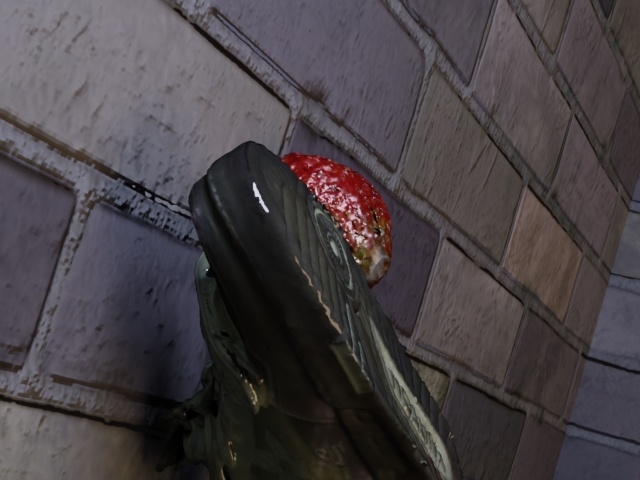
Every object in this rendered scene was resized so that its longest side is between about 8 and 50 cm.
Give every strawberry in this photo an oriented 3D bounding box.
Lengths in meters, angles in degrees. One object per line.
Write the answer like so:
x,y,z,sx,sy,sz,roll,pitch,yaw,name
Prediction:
0.000,-0.001,0.956,0.106,0.106,0.106,15,90,-71,strawberry

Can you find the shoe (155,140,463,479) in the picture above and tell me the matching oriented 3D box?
-0.032,0.081,0.884,0.109,0.149,0.293,-97,161,-46,shoe
